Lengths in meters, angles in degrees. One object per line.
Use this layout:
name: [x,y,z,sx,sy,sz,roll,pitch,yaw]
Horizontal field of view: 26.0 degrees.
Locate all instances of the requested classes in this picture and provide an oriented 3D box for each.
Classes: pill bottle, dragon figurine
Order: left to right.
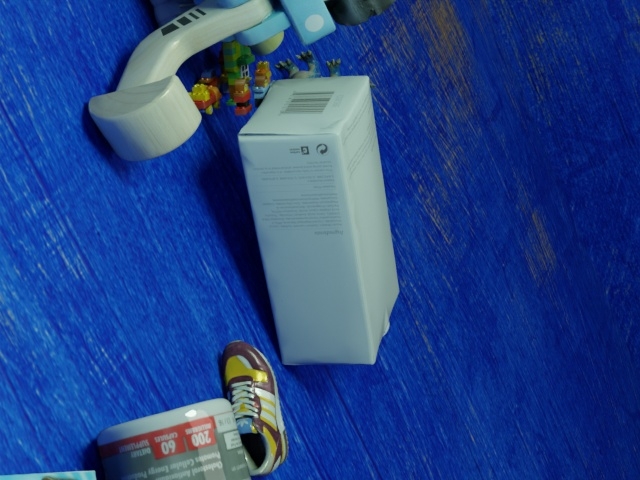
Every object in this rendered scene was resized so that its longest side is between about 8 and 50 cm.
pill bottle: [-0.145,0.334,1.574,0.161,0.161,0.283,-1,73,-65]
dragon figurine: [0.000,-0.238,2.393,0.289,0.085,0.144,12,65,-58]

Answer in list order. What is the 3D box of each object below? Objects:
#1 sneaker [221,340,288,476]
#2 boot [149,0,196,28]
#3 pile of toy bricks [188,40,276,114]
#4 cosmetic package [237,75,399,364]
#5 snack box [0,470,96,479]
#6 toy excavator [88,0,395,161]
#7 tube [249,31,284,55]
sneaker: [-0.095,0.227,1.875,0.185,0.070,0.084,71,18,0]
boot: [-0.166,-0.370,2.098,0.258,0.095,0.123,-36,105,-57]
pile of toy bricks: [-0.128,-0.260,2.075,0.212,0.118,0.105,-49,138,-64]
cosmetic package: [0.006,-0.028,2.047,0.217,0.156,0.385,-63,149,-59]
snack box: [-0.273,0.394,1.377,0.187,0.060,0.322,14,61,-62]
toy excavator: [-0.126,-0.327,1.911,0.222,0.445,0.433,59,4,-39]
tube: [-0.149,-0.392,2.223,0.240,0.062,0.070,44,-3,-39]
